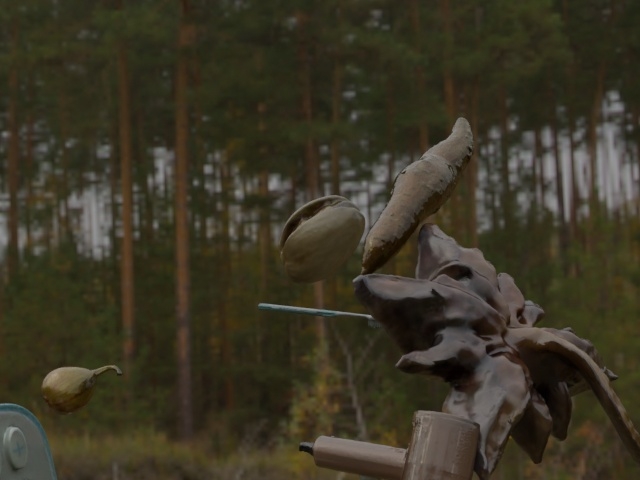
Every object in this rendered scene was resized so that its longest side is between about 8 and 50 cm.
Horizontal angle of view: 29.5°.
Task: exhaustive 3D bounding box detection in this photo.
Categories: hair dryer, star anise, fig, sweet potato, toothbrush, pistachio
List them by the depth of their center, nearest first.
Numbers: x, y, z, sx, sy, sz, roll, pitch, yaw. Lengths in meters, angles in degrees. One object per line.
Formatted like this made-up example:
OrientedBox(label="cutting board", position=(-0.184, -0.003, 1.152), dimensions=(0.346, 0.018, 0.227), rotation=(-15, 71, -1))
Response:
OrientedBox(label="hair dryer", position=(0.057, 0.213, 1.144), dimensions=(0.182, 0.117, 0.064), rotation=(3, -17, 34))
OrientedBox(label="star anise", position=(0.192, 0.116, 1.242), dimensions=(0.292, 0.349, 0.109), rotation=(-15, -27, -37))
OrientedBox(label="fig", position=(-0.246, 0.149, 1.259), dimensions=(0.083, 0.050, 0.050), rotation=(-23, 6, -21))
OrientedBox(label="sweet potato", position=(0.108, -0.051, 1.357), dimensions=(0.067, 0.067, 0.274), rotation=(-3, 35, 41))
OrientedBox(label="toothbrush", position=(0.003, 0.088, 1.425), dimensions=(0.167, 0.014, 0.011), rotation=(5, 7, 22))
OrientedBox(label="pistachio", position=(0.000, 0.000, 1.784), dimensions=(0.149, 0.113, 0.113), rotation=(-37, -10, 12))

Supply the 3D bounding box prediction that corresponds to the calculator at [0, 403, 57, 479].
OrientedBox(label="calculator", position=(-0.324, 0.270, 0.938), dimensions=(0.054, 0.256, 0.386), rotation=(-5, 7, 34))
